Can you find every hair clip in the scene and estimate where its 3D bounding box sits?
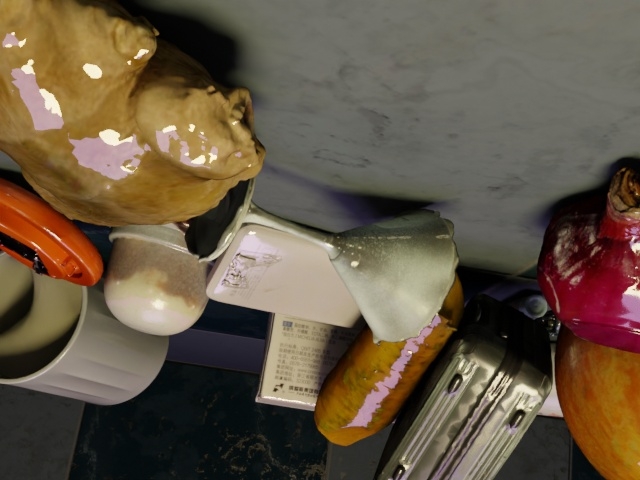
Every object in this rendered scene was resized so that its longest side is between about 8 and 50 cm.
[{"bbox_3d":[0.445,0.152,1.133,0.229,0.039,0.070,15,161,-26],"label":"hair clip"}]

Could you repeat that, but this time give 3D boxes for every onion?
[{"bbox_3d":[0.289,0.018,0.616,0.195,0.140,0.218,7,161,29],"label":"onion"}]

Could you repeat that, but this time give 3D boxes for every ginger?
[{"bbox_3d":[-0.147,-0.093,0.448,0.218,0.123,0.270,9,164,8],"label":"ginger"}]

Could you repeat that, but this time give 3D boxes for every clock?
[{"bbox_3d":[-0.365,-0.007,0.863,0.205,0.051,0.205,24,153,13],"label":"clock"}]

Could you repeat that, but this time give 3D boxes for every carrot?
[{"bbox_3d":[0.089,0.159,0.917,0.114,0.114,0.302,15,126,-22],"label":"carrot"}]

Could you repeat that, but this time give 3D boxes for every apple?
[{"bbox_3d":[0.412,0.169,0.792,0.301,0.302,0.301,7,163,2],"label":"apple"}]

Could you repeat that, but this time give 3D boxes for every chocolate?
[{"bbox_3d":[-0.209,0.051,0.922,0.221,0.147,0.221,7,159,3],"label":"chocolate"}]

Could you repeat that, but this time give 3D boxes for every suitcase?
[{"bbox_3d":[0.184,0.234,0.913,0.128,0.312,0.202,28,-160,7],"label":"suitcase"}]

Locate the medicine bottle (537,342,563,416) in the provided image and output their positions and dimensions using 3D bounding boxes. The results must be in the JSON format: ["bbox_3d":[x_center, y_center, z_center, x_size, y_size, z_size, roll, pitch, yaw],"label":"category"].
[{"bbox_3d":[0.451,0.267,1.331,0.251,0.145,0.144,-2,161,30],"label":"medicine bottle"}]

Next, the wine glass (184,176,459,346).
[{"bbox_3d":[0.000,0.000,0.668,0.232,0.156,0.156,21,159,-28],"label":"wine glass"}]

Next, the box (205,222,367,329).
[{"bbox_3d":[0.004,0.052,0.901,0.284,0.044,0.142,14,129,-25],"label":"box"}]

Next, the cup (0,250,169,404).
[{"bbox_3d":[-0.466,0.139,1.244,0.322,0.237,0.327,34,173,21],"label":"cup"}]

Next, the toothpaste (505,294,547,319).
[{"bbox_3d":[0.301,0.115,1.088,0.056,0.036,0.205,7,167,-3],"label":"toothpaste"}]

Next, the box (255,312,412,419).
[{"bbox_3d":[0.047,0.176,1.110,0.274,0.203,0.116,10,162,-7],"label":"box"}]
